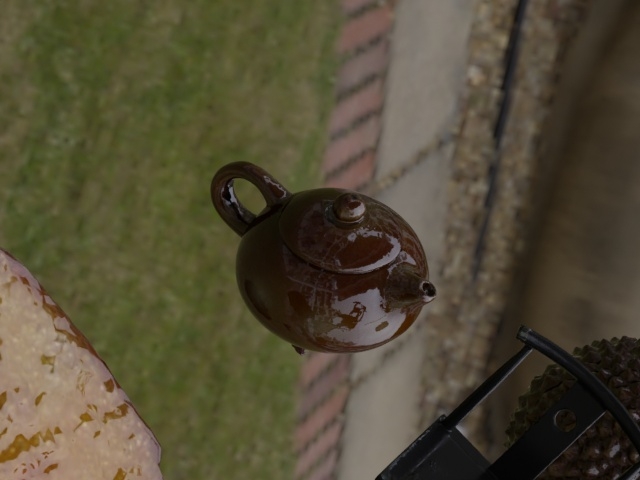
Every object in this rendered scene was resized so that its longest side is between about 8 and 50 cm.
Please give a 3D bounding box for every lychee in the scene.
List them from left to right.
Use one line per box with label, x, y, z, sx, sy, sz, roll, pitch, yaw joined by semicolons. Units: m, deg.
lychee;0.331;0.220;1.916;0.271;0.271;0.271;-50;149;-45

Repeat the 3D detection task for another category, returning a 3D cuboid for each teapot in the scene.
teapot;0.000;0.000;1.624;0.178;0.252;0.135;-32;149;-44

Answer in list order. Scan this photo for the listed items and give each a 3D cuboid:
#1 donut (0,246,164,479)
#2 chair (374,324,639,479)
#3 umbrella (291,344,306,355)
donut;-0.302;0.171;1.159;0.435;0.163;0.377;4;75;-49
chair;0.113;0.212;1.360;0.260;0.154;0.141;-48;172;28
umbrella;0.025;0.085;1.779;0.027;0.165;0.025;53;47;-14
